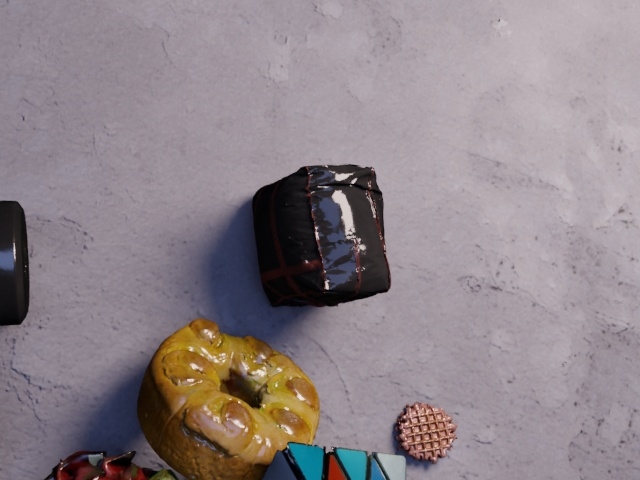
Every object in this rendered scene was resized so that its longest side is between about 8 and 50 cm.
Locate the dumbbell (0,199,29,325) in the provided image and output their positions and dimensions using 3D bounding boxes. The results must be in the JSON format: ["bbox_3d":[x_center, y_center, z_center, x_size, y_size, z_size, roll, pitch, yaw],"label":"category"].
[{"bbox_3d":[-0.460,0.030,1.358,0.218,0.152,0.152,-3,81,-12],"label":"dumbbell"}]

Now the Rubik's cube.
[{"bbox_3d":[0.062,0.343,1.384,0.250,0.284,0.234,37,40,20],"label":"Rubik's cube"}]

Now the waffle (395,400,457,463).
[{"bbox_3d":[0.139,0.253,1.508,0.083,0.029,0.075,30,77,-8],"label":"waffle"}]

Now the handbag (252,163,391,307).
[{"bbox_3d":[0.000,0.000,1.429,0.155,0.215,0.169,-2,85,-20],"label":"handbag"}]

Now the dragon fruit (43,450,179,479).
[{"bbox_3d":[-0.272,0.376,1.319,0.293,0.234,0.233,-34,89,-1],"label":"dragon fruit"}]

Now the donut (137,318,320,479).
[{"bbox_3d":[-0.111,0.200,1.379,0.227,0.226,0.113,30,115,-5],"label":"donut"}]
